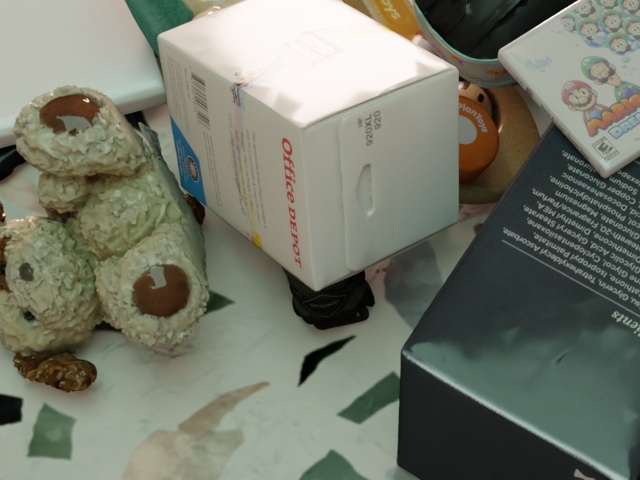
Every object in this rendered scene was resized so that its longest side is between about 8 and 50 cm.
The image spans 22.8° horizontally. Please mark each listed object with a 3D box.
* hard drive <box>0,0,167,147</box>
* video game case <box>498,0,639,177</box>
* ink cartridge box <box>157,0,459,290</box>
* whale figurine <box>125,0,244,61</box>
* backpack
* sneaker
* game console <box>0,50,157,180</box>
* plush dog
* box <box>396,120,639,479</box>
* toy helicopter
[{"bbox_3d":[-0.332,-0.193,1.614,0.307,0.040,0.203,-16,71,-9],"label":"hard drive"},{"bbox_3d":[0.252,-0.144,1.315,0.157,0.019,0.143,-33,67,-13],"label":"video game case"},{"bbox_3d":[-0.009,-0.100,1.428,0.168,0.171,0.232,-25,40,-26],"label":"ink cartridge box"},{"bbox_3d":[-0.135,-0.228,1.574,0.141,0.272,0.216,-50,29,20],"label":"whale figurine"},{"bbox_3d":[0.177,-0.239,1.494,0.188,0.144,0.166,-35,77,-6],"label":"backpack"},{"bbox_3d":[0.000,0.000,1.548,0.087,0.130,0.227,-9,37,2],"label":"sneaker"},{"bbox_3d":[-0.313,-0.285,1.704,0.386,0.060,0.342,-41,76,-16],"label":"game console"},{"bbox_3d":[-0.230,0.015,1.503,0.225,0.210,0.262,-31,81,7],"label":"plush dog"},{"bbox_3d":[0.254,0.049,1.396,0.212,0.293,0.395,29,68,15],"label":"box"},{"bbox_3d":[0.103,-0.197,1.596,0.235,0.140,0.355,-25,75,-32],"label":"toy helicopter"}]
